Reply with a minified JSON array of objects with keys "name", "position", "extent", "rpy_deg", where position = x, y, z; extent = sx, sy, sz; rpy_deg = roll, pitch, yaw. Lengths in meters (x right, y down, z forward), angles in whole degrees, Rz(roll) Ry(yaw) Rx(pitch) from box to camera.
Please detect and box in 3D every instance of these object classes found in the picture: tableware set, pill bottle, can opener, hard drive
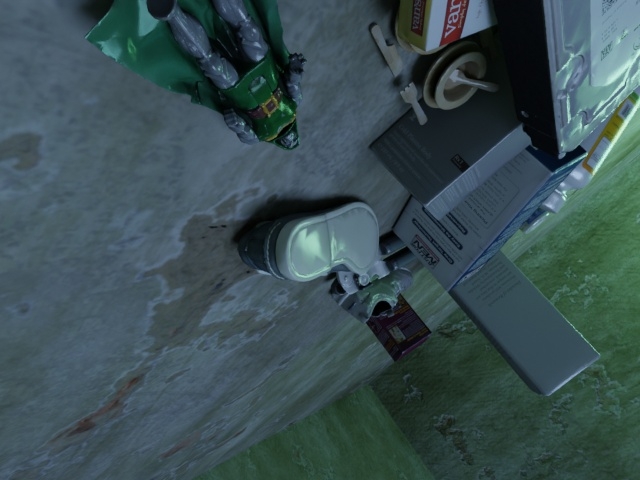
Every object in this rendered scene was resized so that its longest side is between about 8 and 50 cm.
[{"name":"tableware set","position":[0.142,-0.208,0.522],"extent":[0.128,0.039,0.194],"rpy_deg":[-41,148,10]},{"name":"pill bottle","position":[0.453,-0.179,0.863],"extent":[0.136,0.136,0.245],"rpy_deg":[10,111,-61]},{"name":"can opener","position":[0.142,0.027,1.008],"extent":[0.281,0.074,0.093],"rpy_deg":[-26,-170,-21]},{"name":"hard drive","position":[0.265,-0.254,0.421],"extent":[0.237,0.064,0.339],"rpy_deg":[-45,143,2]},{"name":"pill bottle","position":[0.497,-0.090,1.188],"extent":[0.078,0.137,0.078],"rpy_deg":[-32,158,-14]}]

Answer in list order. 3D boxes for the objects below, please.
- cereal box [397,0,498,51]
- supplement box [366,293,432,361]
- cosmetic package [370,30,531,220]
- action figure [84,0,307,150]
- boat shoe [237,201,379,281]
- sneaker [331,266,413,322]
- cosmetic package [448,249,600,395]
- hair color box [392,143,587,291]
[{"name":"cereal box","position":[0.177,-0.285,0.408],"extent":[0.240,0.047,0.173],"rpy_deg":[-29,144,-20]},{"name":"supplement box","position":[0.189,0.210,1.255],"extent":[0.104,0.188,0.080],"rpy_deg":[-27,156,-23]},{"name":"cosmetic package","position":[0.206,-0.154,0.648],"extent":[0.238,0.127,0.107],"rpy_deg":[-44,155,13]},{"name":"action figure","position":[-0.059,-0.134,0.389],"extent":[0.137,0.063,0.232],"rpy_deg":[-41,161,1]},{"name":"boat shoe","position":[0.000,0.000,0.731],"extent":[0.099,0.116,0.319],"rpy_deg":[1,-175,29]},{"name":"sneaker","position":[0.145,0.138,1.142],"extent":[0.281,0.115,0.105],"rpy_deg":[-11,147,-47]},{"name":"cosmetic package","position":[0.475,0.169,1.245],"extent":[0.162,0.453,0.230],"rpy_deg":[-39,158,4]},{"name":"hair color box","position":[0.273,-0.075,0.837],"extent":[0.105,0.173,0.347],"rpy_deg":[-26,156,-29]}]
